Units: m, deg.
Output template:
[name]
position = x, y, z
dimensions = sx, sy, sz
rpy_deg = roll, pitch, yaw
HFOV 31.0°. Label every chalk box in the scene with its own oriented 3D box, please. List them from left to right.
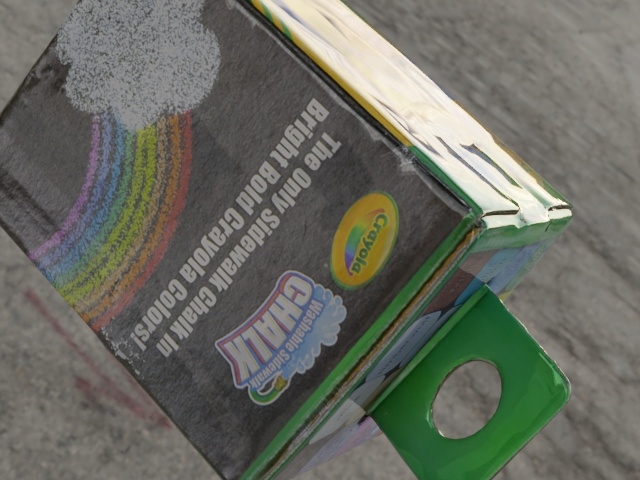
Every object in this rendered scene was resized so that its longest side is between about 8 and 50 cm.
[chalk box]
position = 0.000, 0.000, 0.434
dimensions = 0.213, 0.132, 0.132
rpy_deg = 46, 19, 16
